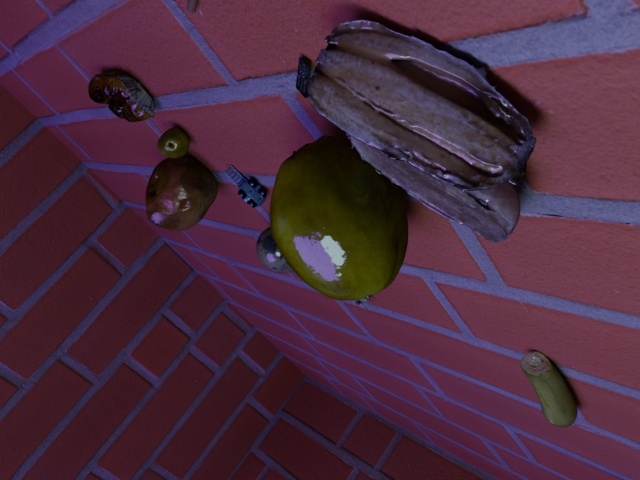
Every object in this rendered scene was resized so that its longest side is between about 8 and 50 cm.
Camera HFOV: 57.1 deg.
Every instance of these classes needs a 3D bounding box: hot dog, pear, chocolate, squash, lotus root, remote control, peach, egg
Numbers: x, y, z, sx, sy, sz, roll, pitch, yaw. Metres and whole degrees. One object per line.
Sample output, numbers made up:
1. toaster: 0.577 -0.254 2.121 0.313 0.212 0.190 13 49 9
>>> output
1. hot dog: -0.565 -0.402 1.671 0.271 0.081 0.162 14 151 49
2. pear: -0.415 -0.278 1.682 0.092 0.092 0.097 45 -158 -18
3. chocolate: 0.184 -0.115 0.927 0.303 0.100 0.185 37 173 13
4. squash: 0.548 0.362 1.398 0.083 0.083 0.250 14 148 50
5. lotus root: 0.144 -0.185 0.821 0.330 0.167 0.078 35 -163 13
6. pear: 0.039 -0.038 1.120 0.269 0.269 0.321 -7 106 65
7. remote control: -0.028 -0.289 1.041 0.034 0.016 0.091 51 163 12
8. peach: -0.436 -0.139 1.813 0.214 0.235 0.214 25 160 10
9. egg: -0.109 0.027 1.736 0.141 0.141 0.182 26 175 33

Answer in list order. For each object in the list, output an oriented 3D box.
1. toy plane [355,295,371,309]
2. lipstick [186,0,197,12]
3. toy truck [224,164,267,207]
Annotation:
1. toy plane: 0.112 0.168 1.809 0.111 0.040 0.102 17 133 44
2. lipstick: -0.227 -0.440 1.054 0.019 0.019 0.094 40 161 -6
3. toy truck: -0.209 -0.152 1.637 0.136 0.063 0.074 46 180 -12
